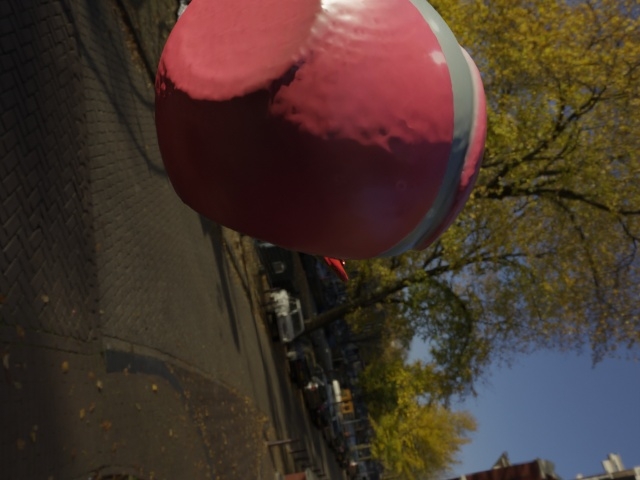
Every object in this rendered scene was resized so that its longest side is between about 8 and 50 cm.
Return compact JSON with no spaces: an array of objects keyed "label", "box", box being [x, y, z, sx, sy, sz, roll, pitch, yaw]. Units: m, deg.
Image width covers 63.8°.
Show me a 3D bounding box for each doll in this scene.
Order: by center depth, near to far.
[{"label":"doll","box":[0.000,0.000,1.019,0.169,0.057,0.109,49,23,-35]}]

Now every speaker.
[{"label":"speaker","box":[0.006,-0.106,0.475,0.294,0.293,0.295,-11,90,-89]}]
